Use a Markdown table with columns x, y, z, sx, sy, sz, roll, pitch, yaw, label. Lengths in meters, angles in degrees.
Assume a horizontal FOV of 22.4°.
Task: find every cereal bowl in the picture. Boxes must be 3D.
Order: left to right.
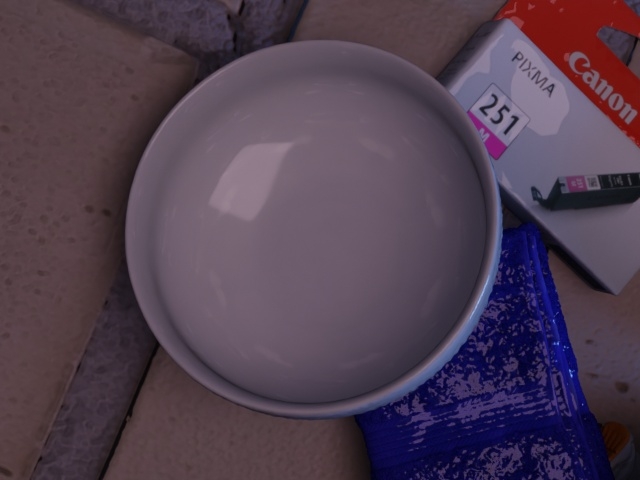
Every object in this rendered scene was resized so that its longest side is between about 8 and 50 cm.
| x | y | z | sx | sy | sz | roll | pitch | yaw | label |
| --- | --- | --- | --- | --- | --- | --- | --- | --- | --- |
| 0.000 | 0.000 | 1.459 | 0.339 | 0.141 | 0.339 | -2 | 74 | 9 | cereal bowl |

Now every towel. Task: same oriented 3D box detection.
| x | y | z | sx | sy | sz | roll | pitch | yaw | label |
| --- | --- | --- | --- | --- | --- | --- | --- | --- | --- |
| 0.143 | 0.148 | 1.522 | 0.227 | 0.076 | 0.308 | -14 | 80 | -8 | towel |

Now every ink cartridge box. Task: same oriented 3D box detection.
| x | y | z | sx | sy | sz | roll | pitch | yaw | label |
| --- | --- | --- | --- | --- | --- | --- | --- | --- | --- |
| 0.265 | -0.122 | 1.597 | 0.275 | 0.060 | 0.239 | 42 | 84 | -14 | ink cartridge box |

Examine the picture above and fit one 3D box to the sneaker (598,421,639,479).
| x | y | z | sx | sy | sz | roll | pitch | yaw | label |
| --- | --- | --- | --- | --- | --- | --- | --- | --- | --- |
| 0.242 | 0.311 | 1.601 | 0.262 | 0.099 | 0.121 | -44 | 110 | -6 | sneaker |
